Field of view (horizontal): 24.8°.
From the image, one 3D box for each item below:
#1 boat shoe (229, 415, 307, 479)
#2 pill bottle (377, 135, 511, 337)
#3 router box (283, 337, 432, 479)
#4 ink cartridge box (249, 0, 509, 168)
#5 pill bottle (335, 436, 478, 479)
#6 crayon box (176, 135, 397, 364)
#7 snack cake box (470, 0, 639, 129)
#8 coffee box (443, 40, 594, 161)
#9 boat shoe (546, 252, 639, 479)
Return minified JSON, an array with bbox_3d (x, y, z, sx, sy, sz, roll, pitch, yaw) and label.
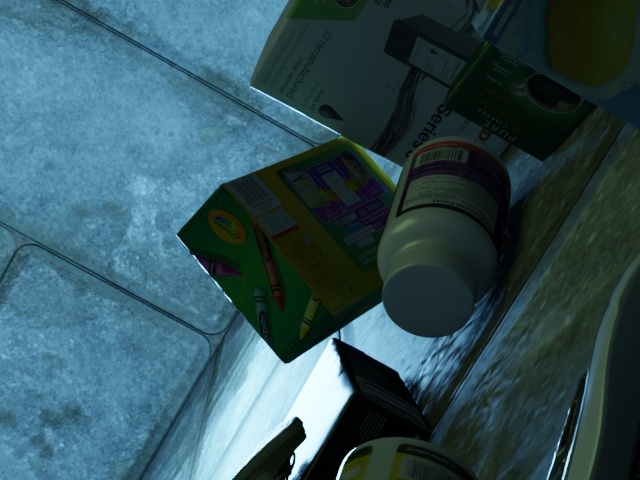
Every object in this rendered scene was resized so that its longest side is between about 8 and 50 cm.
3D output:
[{"bbox_3d":[-0.053,0.213,1.249,0.153,0.048,0.056,-51,-1,20],"label":"boat shoe"},{"bbox_3d":[0.110,-0.002,1.309,0.108,0.108,0.193,-56,8,36],"label":"pill bottle"},{"bbox_3d":[-0.022,0.258,1.326,0.309,0.081,0.243,-60,7,5],"label":"router box"},{"bbox_3d":[0.094,-0.196,1.533,0.198,0.272,0.115,-57,11,34],"label":"ink cartridge box"},{"bbox_3d":[0.040,0.222,0.925,0.103,0.103,0.184,-55,9,42],"label":"pill bottle"},{"bbox_3d":[0.000,0.000,1.458,0.081,0.165,0.278,-45,-9,29],"label":"crayon box"},{"bbox_3d":[0.245,-0.232,1.077,0.264,0.152,0.089,-60,7,14],"label":"snack cake box"},{"bbox_3d":[0.198,-0.157,1.280,0.184,0.113,0.040,-55,10,50],"label":"coffee box"},{"bbox_3d":[0.156,0.098,0.734,0.076,0.080,0.229,139,152,-66],"label":"boat shoe"}]
